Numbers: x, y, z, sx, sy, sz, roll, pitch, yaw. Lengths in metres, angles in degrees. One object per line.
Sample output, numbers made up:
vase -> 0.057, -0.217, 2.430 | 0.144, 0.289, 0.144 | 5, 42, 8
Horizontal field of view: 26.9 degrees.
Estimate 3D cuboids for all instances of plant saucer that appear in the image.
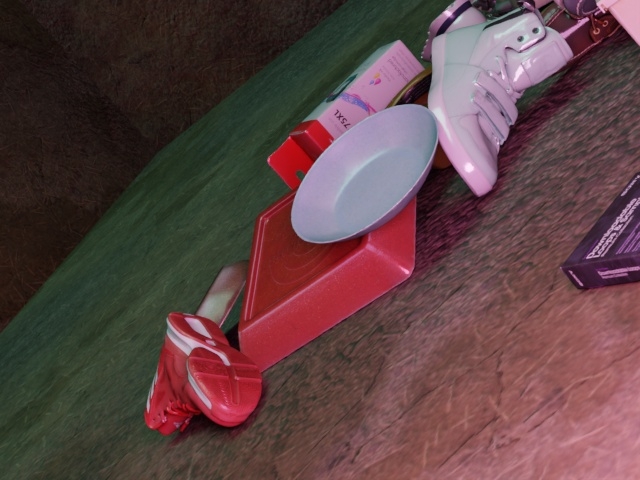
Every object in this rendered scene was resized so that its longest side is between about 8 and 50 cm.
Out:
plant saucer -> -0.143, 0.101, 1.670 | 0.198, 0.036, 0.198 | -59, 4, 7
plant saucer -> 0.000, 0.000, 1.536 | 0.258, 0.048, 0.259 | -35, 31, 31
plant saucer -> 0.055, -0.063, 1.438 | 0.195, 0.037, 0.195 | -30, 34, 22

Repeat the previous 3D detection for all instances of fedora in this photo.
fedora -> 0.142, -0.145, 1.658 | 0.194, 0.079, 0.194 | -40, 21, 19

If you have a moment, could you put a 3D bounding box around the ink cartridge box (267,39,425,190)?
ink cartridge box -> 0.057, -0.140, 1.793 | 0.231, 0.134, 0.078 | -45, 13, -12

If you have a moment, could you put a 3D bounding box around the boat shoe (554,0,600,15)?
boat shoe -> 0.403, -0.338, 1.466 | 0.319, 0.099, 0.116 | -36, -19, 14

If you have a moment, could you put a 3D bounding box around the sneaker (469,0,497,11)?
sneaker -> 0.341, -0.477, 2.155 | 0.279, 0.107, 0.118 | -37, 4, 11

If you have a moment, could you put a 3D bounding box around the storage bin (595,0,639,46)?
storage bin -> 0.398, -0.294, 1.300 | 0.260, 0.123, 0.262 | -38, 13, 18

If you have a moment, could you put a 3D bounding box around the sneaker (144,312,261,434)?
sneaker -> -0.132, 0.179, 1.487 | 0.221, 0.087, 0.128 | -126, 51, -63

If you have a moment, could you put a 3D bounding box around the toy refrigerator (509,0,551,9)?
toy refrigerator -> 0.357, -0.404, 1.742 | 0.269, 0.094, 0.102 | -28, 14, 6

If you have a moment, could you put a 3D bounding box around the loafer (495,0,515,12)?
loafer -> 0.298, -0.392, 1.954 | 0.094, 0.087, 0.251 | -6, 20, 10

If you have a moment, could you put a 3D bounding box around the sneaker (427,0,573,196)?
sneaker -> 0.202, -0.167, 1.469 | 0.151, 0.094, 0.256 | -22, 42, 22

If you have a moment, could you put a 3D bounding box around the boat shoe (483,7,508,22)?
boat shoe -> 0.256, -0.316, 1.964 | 0.049, 0.056, 0.152 | -47, 12, 0

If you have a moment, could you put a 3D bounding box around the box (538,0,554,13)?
box -> 0.312, -0.292, 1.764 | 0.136, 0.036, 0.225 | -39, 11, 11

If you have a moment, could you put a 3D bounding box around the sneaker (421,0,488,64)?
sneaker -> 0.207, -0.271, 1.918 | 0.090, 0.095, 0.235 | -47, -7, 1

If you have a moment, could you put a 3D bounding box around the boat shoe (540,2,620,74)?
boat shoe -> 0.319, -0.271, 1.577 | 0.207, 0.073, 0.073 | -45, 11, -14

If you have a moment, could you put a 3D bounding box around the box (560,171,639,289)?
box -> 0.262, -0.018, 0.996 | 0.116, 0.029, 0.162 | -47, 12, -23
